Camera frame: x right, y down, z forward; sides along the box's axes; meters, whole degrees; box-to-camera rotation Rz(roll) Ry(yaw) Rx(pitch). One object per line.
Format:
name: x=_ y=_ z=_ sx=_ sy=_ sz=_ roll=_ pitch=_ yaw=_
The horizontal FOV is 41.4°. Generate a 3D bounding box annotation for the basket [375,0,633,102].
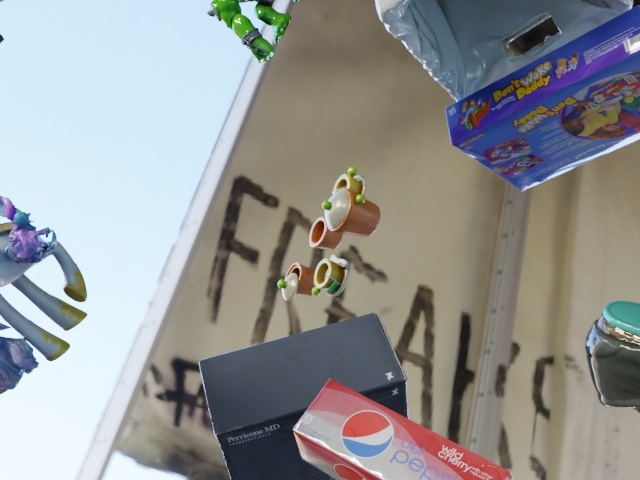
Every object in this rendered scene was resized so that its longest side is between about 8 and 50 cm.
basket: x=0.262 y=-0.450 z=1.347 sx=0.328 sy=0.266 sz=0.331 roll=-29 pitch=-31 yaw=21

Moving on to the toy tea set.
toy tea set: x=0.000 y=0.000 z=1.860 sx=0.124 sy=0.200 sz=0.336 roll=19 pitch=-73 yaw=-28

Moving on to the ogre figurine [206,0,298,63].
ogre figurine: x=-0.091 y=-0.371 z=1.263 sx=0.118 sy=0.197 sz=0.097 roll=23 pitch=8 yaw=-1

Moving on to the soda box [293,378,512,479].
soda box: x=0.099 y=0.277 z=1.045 sx=0.263 sy=0.092 sz=0.083 roll=22 pitch=-34 yaw=27

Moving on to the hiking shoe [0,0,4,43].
hiking shoe: x=-0.280 y=-0.245 z=0.658 sx=0.114 sy=0.086 sz=0.227 roll=25 pitch=-28 yaw=-12

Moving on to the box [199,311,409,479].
box: x=-0.018 y=0.337 z=1.573 sx=0.343 sy=0.179 sz=0.312 roll=-14 pitch=-47 yaw=-8

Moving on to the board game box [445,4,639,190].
board game box: x=0.418 y=-0.218 z=1.402 sx=0.347 sy=0.078 sz=0.233 roll=-25 pitch=-34 yaw=34

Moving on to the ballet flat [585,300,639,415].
ballet flat: x=0.323 y=0.120 z=0.592 sx=0.280 sy=0.095 sz=0.096 roll=17 pitch=-69 yaw=39

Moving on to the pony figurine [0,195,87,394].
pony figurine: x=-0.556 y=0.058 z=1.350 sx=0.302 sy=0.351 sz=0.363 roll=-20 pitch=-70 yaw=36
